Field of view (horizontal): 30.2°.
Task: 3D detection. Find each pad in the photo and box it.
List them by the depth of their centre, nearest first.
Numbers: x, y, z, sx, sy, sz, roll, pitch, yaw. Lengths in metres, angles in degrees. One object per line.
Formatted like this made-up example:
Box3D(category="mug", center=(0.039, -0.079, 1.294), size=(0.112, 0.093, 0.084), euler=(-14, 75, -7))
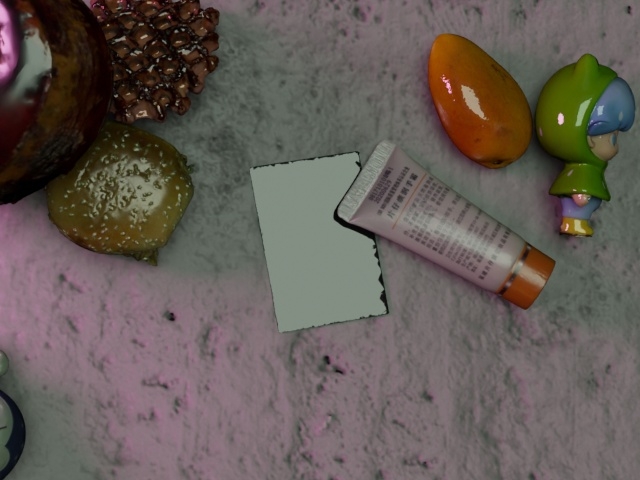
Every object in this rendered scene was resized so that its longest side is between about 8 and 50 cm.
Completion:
Box3D(category="pad", center=(0.000, 0.000, 1.726), size=(0.170, 0.006, 0.246), euler=(-10, 84, -9))

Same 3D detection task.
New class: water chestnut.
Box3D(category="water chestnut", center=(-0.442, -0.206, 1.479), size=(0.350, 0.302, 0.351), euler=(1, 92, 20))

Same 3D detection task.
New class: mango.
Box3D(category="mango", center=(0.233, -0.210, 1.743), size=(0.141, 0.102, 0.217), euler=(-31, 91, -18))

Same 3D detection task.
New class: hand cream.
Box3D(category="hand cream", center=(0.184, -0.011, 1.719), size=(0.314, 0.089, 0.140), euler=(35, 78, 1))

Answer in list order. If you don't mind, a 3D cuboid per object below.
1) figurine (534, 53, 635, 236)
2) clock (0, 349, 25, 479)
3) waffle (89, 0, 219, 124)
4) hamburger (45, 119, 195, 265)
Box3D(category="figurine", center=(0.381, -0.137, 1.733), size=(0.143, 0.162, 0.263), euler=(5, 94, 15))
Box3D(category="clock", center=(-0.487, 0.217, 1.549), size=(0.199, 0.146, 0.243), euler=(-33, 85, -7))
Box3D(category="waffle", center=(-0.250, -0.257, 1.656), size=(0.221, 0.055, 0.234), euler=(5, 57, 3))
Box3D(category="hamburger", center=(-0.286, -0.076, 1.630), size=(0.215, 0.122, 0.189), euler=(25, 80, -3))
